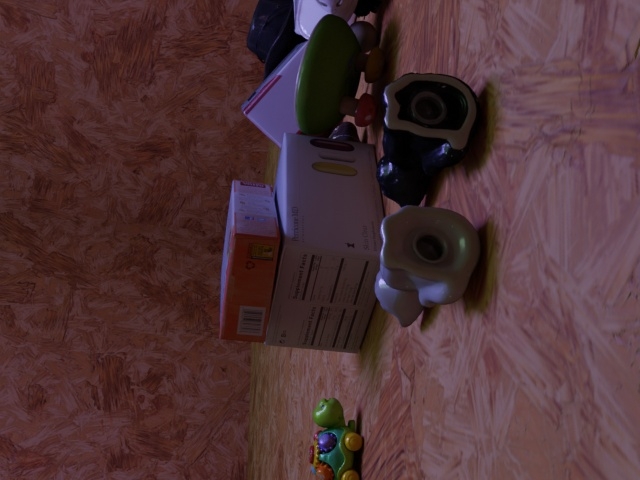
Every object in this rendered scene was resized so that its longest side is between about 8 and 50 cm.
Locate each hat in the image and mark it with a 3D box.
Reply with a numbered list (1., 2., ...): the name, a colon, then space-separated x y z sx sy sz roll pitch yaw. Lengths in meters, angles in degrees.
1. hat: -0.093 -0.511 1.814 0.331 0.134 0.331 -59 -7 -12

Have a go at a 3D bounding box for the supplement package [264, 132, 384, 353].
1. supplement package: 0.000 0.000 1.149 0.262 0.145 0.204 -94 13 -48

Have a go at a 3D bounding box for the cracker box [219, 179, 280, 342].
1. cracker box: -0.104 0.022 1.103 0.232 0.067 0.155 -107 25 -67

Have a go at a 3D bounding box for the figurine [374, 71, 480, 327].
1. figurine: 0.095 -0.025 0.776 0.209 0.092 0.214 97 176 -73

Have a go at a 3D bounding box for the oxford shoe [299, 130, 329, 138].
1. oxford shoe: -0.002 -0.240 1.662 0.076 0.076 0.212 58 164 -7

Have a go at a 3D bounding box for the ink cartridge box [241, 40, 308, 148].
1. ink cartridge box: -0.061 -0.309 1.614 0.197 0.114 0.273 -47 13 4

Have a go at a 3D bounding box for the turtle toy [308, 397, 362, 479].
1. turtle toy: 0.018 0.288 1.079 0.095 0.066 0.130 136 140 -77

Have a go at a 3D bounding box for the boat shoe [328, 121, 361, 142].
1. boat shoe: 0.026 -0.116 1.330 0.207 0.073 0.073 117 160 -49

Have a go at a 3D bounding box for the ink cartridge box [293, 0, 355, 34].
1. ink cartridge box: 0.024 -0.559 1.498 0.198 0.115 0.272 -93 13 -50

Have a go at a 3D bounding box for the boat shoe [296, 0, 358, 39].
1. boat shoe: 0.011 -0.409 1.170 0.098 0.096 0.277 48 142 13

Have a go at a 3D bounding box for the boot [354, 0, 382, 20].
1. boot: 0.064 -0.428 1.246 0.099 0.045 0.121 148 101 -81

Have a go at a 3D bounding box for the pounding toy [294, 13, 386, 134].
1. pounding toy: 0.052 -0.246 1.183 0.237 0.110 0.183 -41 -35 -64
